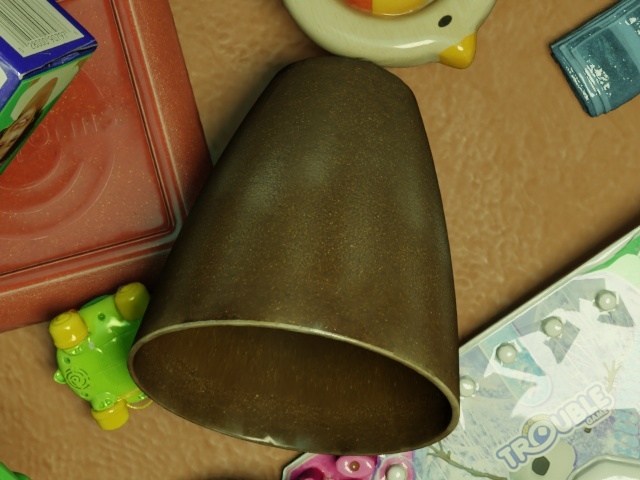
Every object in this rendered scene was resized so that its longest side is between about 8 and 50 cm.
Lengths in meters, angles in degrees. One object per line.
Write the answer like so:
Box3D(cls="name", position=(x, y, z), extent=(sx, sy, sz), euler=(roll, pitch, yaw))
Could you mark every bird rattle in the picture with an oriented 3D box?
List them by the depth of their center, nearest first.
Box3D(cls="bird rattle", position=(0.045, -0.225, 0.970), extent=(0.254, 0.143, 0.206), euler=(14, 78, -5))

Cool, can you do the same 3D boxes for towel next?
Box3D(cls="towel", position=(0.237, -0.147, 1.045), extent=(0.119, 0.029, 0.067), euler=(-32, 91, -4))

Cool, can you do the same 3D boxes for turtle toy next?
Box3D(cls="turtle toy", position=(-0.131, 0.069, 0.999), extent=(0.130, 0.066, 0.095), euler=(-25, 113, -6))

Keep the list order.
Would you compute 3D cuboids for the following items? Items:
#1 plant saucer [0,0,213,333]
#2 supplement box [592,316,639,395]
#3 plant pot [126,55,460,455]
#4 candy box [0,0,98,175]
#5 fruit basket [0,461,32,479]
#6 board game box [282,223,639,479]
Box3D(cls="plant saucer", position=(-0.215, -0.071, 1.008), extent=(0.258, 0.048, 0.259), euler=(-15, 89, -4))
Box3D(cls="supplement box", position=(0.253, 0.066, 1.036), extent=(0.098, 0.036, 0.062), euler=(-42, 90, -4))
Box3D(cls="plant pot", position=(0.000, 0.000, 0.946), extent=(0.215, 0.215, 0.230), euler=(12, 62, -3))
Box3D(cls="candy box", position=(-0.344, -0.089, 0.898), extent=(0.268, 0.122, 0.317), euler=(42, 115, 2))
Box3D(cls="fruit basket", position=(-0.300, 0.274, 0.766), extent=(0.283, 0.392, 0.392), euler=(3, 88, 36))
Box3D(cls="board game box", position=(0.232, 0.224, 0.997), extent=(0.390, 0.050, 0.390), euler=(-35, 91, 5))
